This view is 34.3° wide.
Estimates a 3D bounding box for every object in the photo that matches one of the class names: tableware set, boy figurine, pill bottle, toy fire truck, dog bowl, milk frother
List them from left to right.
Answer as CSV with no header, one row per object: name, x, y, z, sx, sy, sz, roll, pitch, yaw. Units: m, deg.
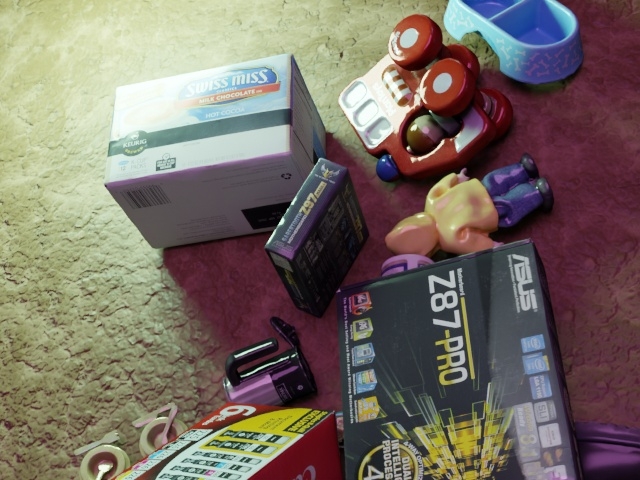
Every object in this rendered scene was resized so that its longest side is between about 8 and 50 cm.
tableware set,-0.309,0.351,1.710,0.194,0.039,0.128,-25,55,-12
milk frother,-0.091,0.210,1.722,0.134,0.129,0.143,-24,13,3
pill bottle,0.145,0.116,1.687,0.094,0.094,0.169,-7,59,15
toy fire truck,0.178,-0.234,1.863,0.254,0.169,0.302,-42,52,21
boy figurine,0.247,-0.035,1.731,0.285,0.092,0.177,-27,60,-3
dog bowl,0.356,-0.405,1.913,0.166,0.074,0.297,-32,55,-19

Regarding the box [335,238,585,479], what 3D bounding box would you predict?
box,0.188,0.214,1.478,0.318,0.097,0.395,-14,52,17

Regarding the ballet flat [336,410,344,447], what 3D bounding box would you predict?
ballet flat,0.091,0.288,1.631,0.206,0.073,0.067,-16,84,12

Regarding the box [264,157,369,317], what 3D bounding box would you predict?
box,0.000,0.000,1.720,0.059,0.233,0.183,24,71,22

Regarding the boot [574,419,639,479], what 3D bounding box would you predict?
boot,0.290,0.474,1.391,0.367,0.146,0.445,-4,55,28

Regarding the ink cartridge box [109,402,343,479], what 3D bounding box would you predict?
ink cartridge box,-0.100,0.351,1.477,0.271,0.309,0.130,-1,103,30

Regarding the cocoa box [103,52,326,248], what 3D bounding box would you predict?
cocoa box,-0.180,-0.157,1.874,0.347,0.231,0.228,-9,57,13
